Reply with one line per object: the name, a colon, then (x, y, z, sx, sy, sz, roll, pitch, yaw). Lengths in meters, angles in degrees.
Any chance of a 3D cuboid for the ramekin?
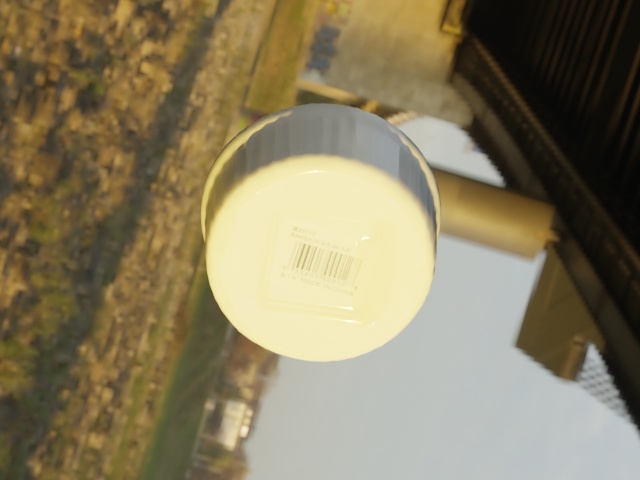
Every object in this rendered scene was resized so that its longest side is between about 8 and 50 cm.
ramekin: (0.000, 0.000, 1.499, 0.135, 0.277, 0.277, -88, -166, -64)
